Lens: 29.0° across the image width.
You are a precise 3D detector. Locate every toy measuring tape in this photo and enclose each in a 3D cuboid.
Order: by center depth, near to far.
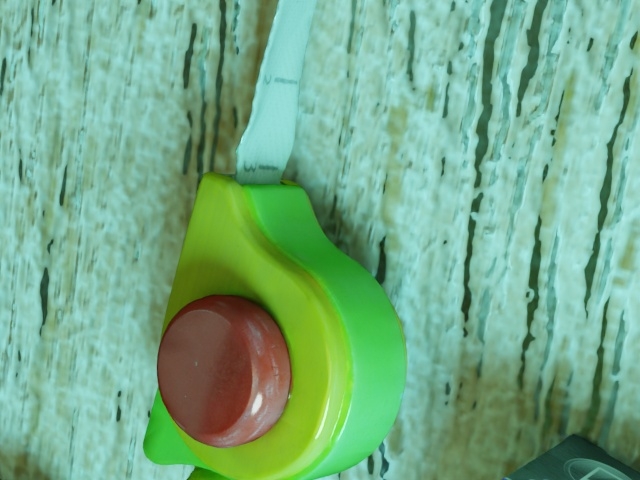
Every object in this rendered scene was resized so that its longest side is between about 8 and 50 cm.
[{"bbox_3d":[0.000,0.000,0.575,0.121,0.121,0.330,20,102,17],"label":"toy measuring tape"}]

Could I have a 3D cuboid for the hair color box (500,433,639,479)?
[{"bbox_3d":[0.119,0.286,0.578,0.185,0.110,0.339,28,111,29],"label":"hair color box"}]
